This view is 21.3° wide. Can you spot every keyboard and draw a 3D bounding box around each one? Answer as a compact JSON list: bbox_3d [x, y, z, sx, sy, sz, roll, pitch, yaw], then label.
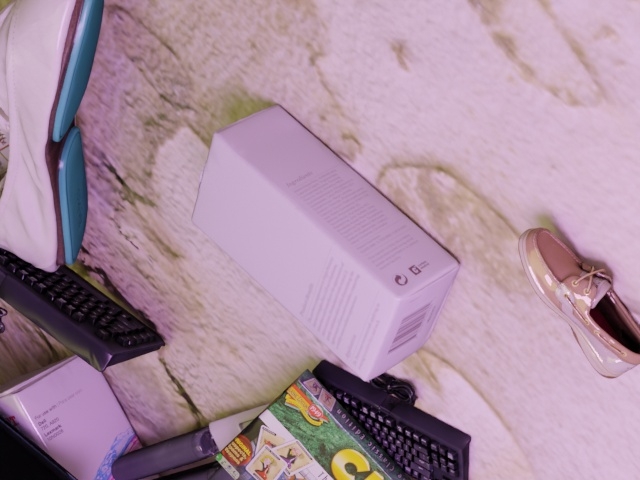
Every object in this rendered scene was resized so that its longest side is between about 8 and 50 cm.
[{"bbox_3d":[0.062,0.167,1.562,0.180,0.023,0.108,25,130,35],"label":"keyboard"},{"bbox_3d":[-0.324,0.035,1.750,0.317,0.201,0.033,33,113,20],"label":"keyboard"}]

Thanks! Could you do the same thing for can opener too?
[{"bbox_3d":[-0.130,0.236,1.752,0.283,0.095,0.076,-23,93,43],"label":"can opener"}]

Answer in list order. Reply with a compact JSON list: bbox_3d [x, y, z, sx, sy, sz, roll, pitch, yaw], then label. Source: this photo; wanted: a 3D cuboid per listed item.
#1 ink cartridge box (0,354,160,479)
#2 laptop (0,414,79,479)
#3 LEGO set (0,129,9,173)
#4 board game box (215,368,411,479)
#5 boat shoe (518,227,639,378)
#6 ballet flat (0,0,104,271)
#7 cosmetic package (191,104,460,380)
[{"bbox_3d":[-0.285,0.282,1.939,0.201,0.117,0.278,-23,97,52],"label":"ink cartridge box"},{"bbox_3d":[-0.372,0.359,1.982,0.382,0.236,0.408,33,167,34],"label":"laptop"},{"bbox_3d":[-0.439,-0.127,1.869,0.244,0.060,0.182,-26,115,39],"label":"LEGO set"},{"bbox_3d":[0.032,0.256,1.587,0.259,0.030,0.136,46,118,4],"label":"board game box"},{"bbox_3d":[0.206,0.042,1.306,0.135,0.050,0.045,52,139,-7],"label":"boat shoe"},{"bbox_3d":[-0.287,-0.125,1.646,0.139,0.139,0.400,39,140,24],"label":"ballet flat"},{"bbox_3d":[0.000,0.000,1.473,0.231,0.085,0.117,44,139,22],"label":"cosmetic package"}]
